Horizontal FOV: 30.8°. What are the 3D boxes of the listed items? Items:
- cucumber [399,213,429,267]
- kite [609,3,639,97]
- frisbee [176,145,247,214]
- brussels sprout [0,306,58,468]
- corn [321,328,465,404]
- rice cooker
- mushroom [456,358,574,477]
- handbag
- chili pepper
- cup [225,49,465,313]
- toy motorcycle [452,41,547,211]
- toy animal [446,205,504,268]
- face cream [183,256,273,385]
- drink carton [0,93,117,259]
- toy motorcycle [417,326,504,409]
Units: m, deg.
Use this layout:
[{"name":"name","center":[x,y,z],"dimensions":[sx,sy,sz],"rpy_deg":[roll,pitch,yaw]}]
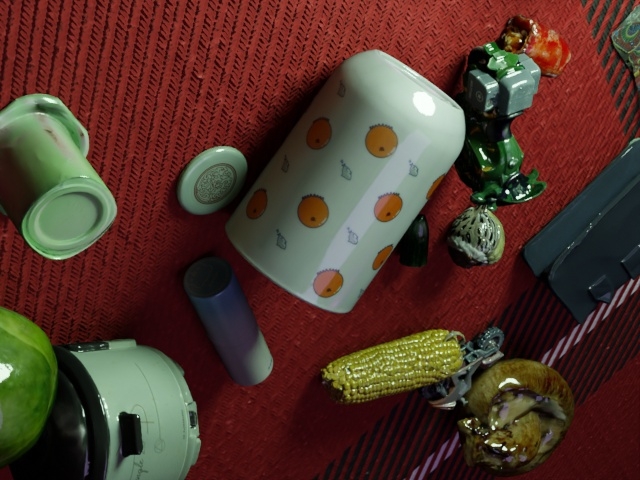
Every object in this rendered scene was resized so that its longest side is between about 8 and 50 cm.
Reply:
[{"name":"cucumber","center":[0.154,-0.002,1.903],"dimensions":[0.048,0.048,0.105],"rpy_deg":[-23,137,-24]},{"name":"kite","center":[0.573,-0.317,1.997],"dimensions":[0.152,0.015,0.285],"rpy_deg":[-37,141,-3]},{"name":"frisbee","center":[-0.146,-0.080,1.580],"dimensions":[0.110,0.014,0.110],"rpy_deg":[-24,139,-23]},{"name":"brussels sprout","center":[-0.439,0.189,1.428],"dimensions":[0.210,0.219,0.271],"rpy_deg":[16,136,-31]},{"name":"corn","center":[0.132,0.227,2.067],"dimensions":[0.293,0.106,0.106],"rpy_deg":[-14,135,-32]},{"name":"rice cooker","center":[-0.311,0.258,1.587],"dimensions":[0.227,0.281,0.241],"rpy_deg":[-1,87,-46]},{"name":"mushroom","center":[0.374,0.357,2.335],"dimensions":[0.283,0.195,0.263],"rpy_deg":[-21,133,-51]},{"name":"handbag","center":[0.550,-0.011,2.196],"dimensions":[0.326,0.118,0.269],"rpy_deg":[-43,136,3]},{"name":"chili pepper","center":[0.329,-0.290,1.755],"dimensions":[0.070,0.073,0.123],"rpy_deg":[-26,155,35]},{"name":"cup","center":[0.044,-0.087,1.580],"dimensions":[0.212,0.212,0.317],"rpy_deg":[18,113,-49]},{"name":"toy motorcycle","center":[0.264,-0.156,1.733],"dimensions":[0.125,0.187,0.274],"rpy_deg":[-23,138,-23]},{"name":"toy animal","center":[0.257,-0.015,1.950],"dimensions":[0.098,0.098,0.137],"rpy_deg":[-22,122,-25]},{"name":"face cream","center":[-0.135,0.125,1.741],"dimensions":[0.077,0.077,0.250],"rpy_deg":[-33,143,-12]},{"name":"drink carton","center":[-0.313,-0.065,1.339],"dimensions":[0.144,0.142,0.146],"rpy_deg":[-40,142,-4]},{"name":"toy motorcycle","center":[0.270,0.251,2.234],"dimensions":[0.212,0.084,0.118],"rpy_deg":[-31,134,-23]}]
